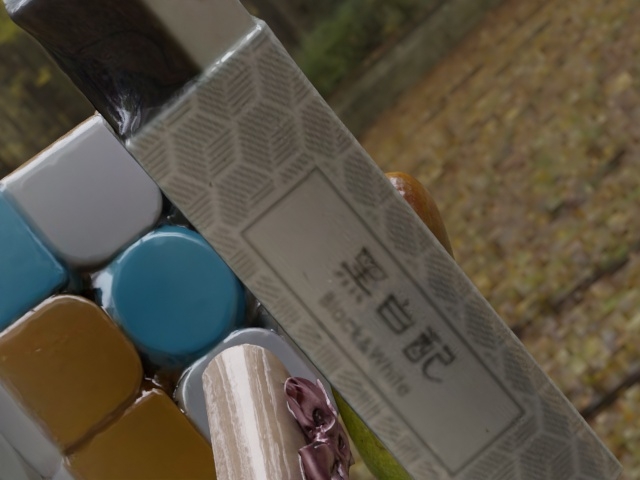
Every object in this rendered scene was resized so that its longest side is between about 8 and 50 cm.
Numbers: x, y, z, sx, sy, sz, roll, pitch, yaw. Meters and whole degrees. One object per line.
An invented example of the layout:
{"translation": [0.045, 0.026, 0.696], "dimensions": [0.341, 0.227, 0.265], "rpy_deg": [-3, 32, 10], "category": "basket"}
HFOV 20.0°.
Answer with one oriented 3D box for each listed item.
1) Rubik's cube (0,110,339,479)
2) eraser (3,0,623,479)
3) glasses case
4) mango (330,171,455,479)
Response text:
{"translation": [-0.171, 0.096, 1.673], "dimensions": [0.344, 0.346, 0.347], "rpy_deg": [-37, -4, -23], "category": "Rubik's cube"}
{"translation": [0.000, 0.000, 0.955], "dimensions": [0.096, 0.404, 0.098], "rpy_deg": [-40, 18, -2], "category": "eraser"}
{"translation": [-0.005, 0.145, 1.092], "dimensions": [0.070, 0.102, 0.193], "rpy_deg": [-40, 32, 17], "category": "glasses case"}
{"translation": [0.056, 0.073, 1.356], "dimensions": [0.111, 0.268, 0.133], "rpy_deg": [-4, -18, -7], "category": "mango"}
